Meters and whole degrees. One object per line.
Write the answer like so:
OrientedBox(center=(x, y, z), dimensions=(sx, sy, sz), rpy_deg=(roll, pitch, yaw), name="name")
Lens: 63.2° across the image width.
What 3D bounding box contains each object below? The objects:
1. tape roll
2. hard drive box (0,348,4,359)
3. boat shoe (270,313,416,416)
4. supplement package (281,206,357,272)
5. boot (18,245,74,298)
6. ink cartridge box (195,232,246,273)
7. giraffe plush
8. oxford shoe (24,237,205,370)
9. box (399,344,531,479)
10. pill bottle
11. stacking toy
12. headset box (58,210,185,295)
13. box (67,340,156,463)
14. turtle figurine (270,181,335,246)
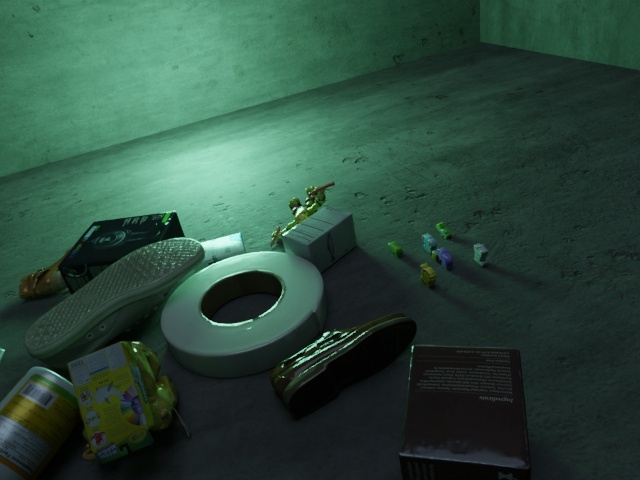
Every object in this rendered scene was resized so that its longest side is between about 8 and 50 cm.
OrientedBox(center=(-0.176, 0.159, 1.227), dimensions=(0.392, 0.072, 0.392), rpy_deg=(-9, 30, 5), name="tape roll")
OrientedBox(center=(-0.709, 0.337, 0.991), dimensions=(0.089, 0.181, 0.232), rpy_deg=(22, 23, -22), name="hard drive box")
OrientedBox(center=(0.044, 0.215, 1.022), dimensions=(0.307, 0.110, 0.104), rpy_deg=(-24, 34, -21), name="boat shoe")
OrientedBox(center=(0.000, 0.000, 1.395), dimensions=(0.105, 0.105, 0.179), rpy_deg=(19, 42, 40), name="supplement package")
OrientedBox(center=(-0.800, 0.092, 1.543), dimensions=(0.152, 0.073, 0.197), rpy_deg=(-18, 29, -3), name="boot")
OrientedBox(center=(-0.299, 0.048, 1.457), dimensions=(0.180, 0.060, 0.104), rpy_deg=(-15, 32, -7), name="ink cartridge box")
OrientedBox(center=(-0.368, 0.318, 0.975), dimensions=(0.170, 0.181, 0.210), rpy_deg=(-30, 70, -10), name="giraffe plush")
OrientedBox(center=(-0.471, 0.146, 1.252), dimensions=(0.449, 0.130, 0.169), rpy_deg=(-38, 43, -23), name="oxford shoe")
OrientedBox(center=(0.218, 0.287, 0.782), dimensions=(0.167, 0.168, 0.203), rpy_deg=(-1, 35, 17), name="box")
OrientedBox(center=(-0.547, 0.364, 0.930), dimensions=(0.136, 0.136, 0.245), rpy_deg=(7, 46, 27), name="pill bottle")
OrientedBox(center=(0.293, 0.023, 1.314), dimensions=(0.167, 0.052, 0.221), rpy_deg=(-19, 31, -13), name="stacking toy")
OrientedBox(center=(-0.537, 0.042, 1.476), dimensions=(0.283, 0.131, 0.246), rpy_deg=(-6, 32, 7), name="headset box")
OrientedBox(center=(-0.351, 0.274, 0.886), dimensions=(0.105, 0.179, 0.043), rpy_deg=(-22, -14, -1), name="box")
OrientedBox(center=(-0.039, -0.090, 1.535), dimensions=(0.269, 0.087, 0.217), rpy_deg=(-47, 14, 19), name="turtle figurine")
